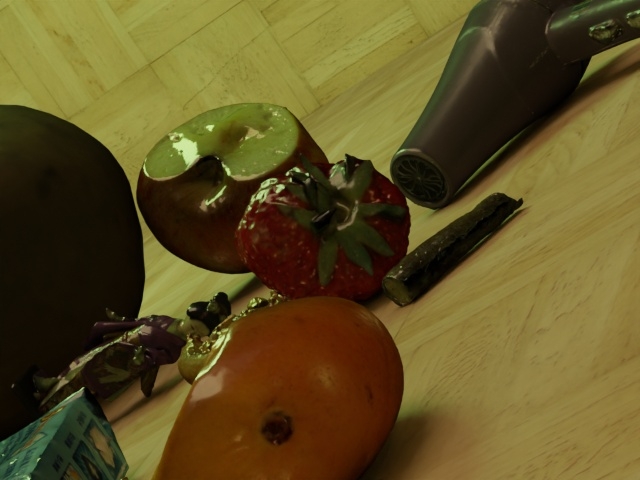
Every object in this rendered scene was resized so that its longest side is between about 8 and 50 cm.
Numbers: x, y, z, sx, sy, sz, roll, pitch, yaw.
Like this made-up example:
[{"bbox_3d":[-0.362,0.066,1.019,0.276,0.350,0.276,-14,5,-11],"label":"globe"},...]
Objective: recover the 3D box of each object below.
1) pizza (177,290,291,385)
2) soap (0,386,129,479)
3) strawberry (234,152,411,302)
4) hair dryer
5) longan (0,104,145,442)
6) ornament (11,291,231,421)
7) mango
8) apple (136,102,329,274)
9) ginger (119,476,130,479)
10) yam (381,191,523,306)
[{"bbox_3d":[-0.056,0.074,1.484,0.131,0.041,0.178,-33,7,-5],"label":"pizza"},{"bbox_3d":[-0.220,0.200,1.250,0.156,0.077,0.293,-32,8,9],"label":"soap"},{"bbox_3d":[-0.002,0.004,1.419,0.131,0.131,0.148,-41,-14,-43],"label":"strawberry"},{"bbox_3d":[0.238,-0.169,1.583,0.361,0.121,0.301,-19,25,47],"label":"hair dryer"},{"bbox_3d":[-0.354,0.040,1.861,0.404,0.336,0.404,-30,11,7],"label":"longan"},{"bbox_3d":[-0.170,0.104,1.626,0.203,0.088,0.081,-31,9,16],"label":"ornament"},{"bbox_3d":[-0.019,0.093,0.984,0.141,0.102,0.217,-57,-1,14],"label":"mango"},{"bbox_3d":[-0.084,-0.047,1.891,0.195,0.160,0.173,-4,19,20],"label":"apple"},{"bbox_3d":[-0.094,0.209,0.571,0.363,0.122,0.348,-43,7,-16],"label":"ginger"},{"bbox_3d":[0.096,0.001,1.337,0.129,0.027,0.033,-38,9,-31],"label":"yam"}]
